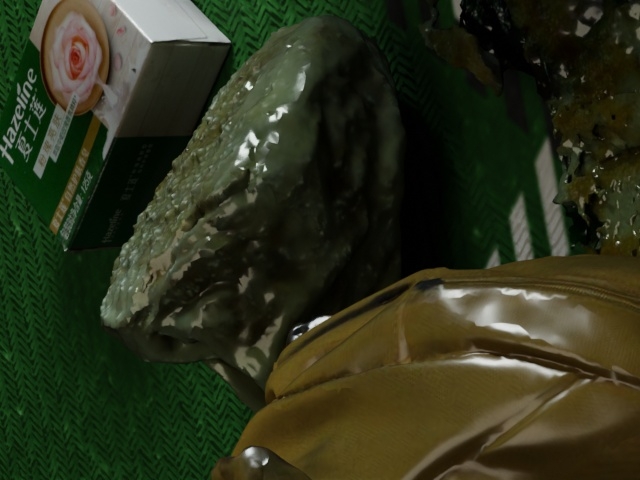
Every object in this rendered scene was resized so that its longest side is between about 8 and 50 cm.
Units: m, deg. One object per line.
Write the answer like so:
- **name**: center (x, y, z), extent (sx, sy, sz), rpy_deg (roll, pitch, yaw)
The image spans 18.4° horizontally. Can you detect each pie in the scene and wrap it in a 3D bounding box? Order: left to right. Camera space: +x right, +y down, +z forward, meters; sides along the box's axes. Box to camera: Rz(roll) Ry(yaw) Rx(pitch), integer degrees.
- **pie**: center (0.197, -0.105, 1.111), extent (0.296, 0.078, 0.371), rpy_deg (-42, 63, 40)

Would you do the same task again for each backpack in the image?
- **backpack**: center (0.127, 0.154, 1.049), extent (0.378, 0.353, 0.201), rpy_deg (-32, 26, 41)

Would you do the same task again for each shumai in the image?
- **shumai**: center (0.000, 0.000, 1.304), extent (0.261, 0.222, 0.225), rpy_deg (-65, 13, -10)

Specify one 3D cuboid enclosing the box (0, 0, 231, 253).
- **box**: center (-0.164, -0.107, 1.502), extent (0.135, 0.081, 0.199), rpy_deg (47, 123, 34)
